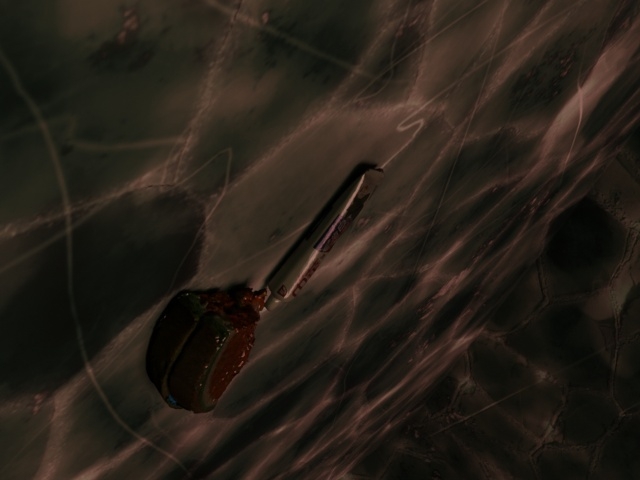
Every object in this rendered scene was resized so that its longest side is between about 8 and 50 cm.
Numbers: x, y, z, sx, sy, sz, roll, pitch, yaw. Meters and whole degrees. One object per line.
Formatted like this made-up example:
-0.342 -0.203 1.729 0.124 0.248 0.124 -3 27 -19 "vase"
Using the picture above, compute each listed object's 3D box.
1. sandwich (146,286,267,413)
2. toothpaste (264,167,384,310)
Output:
-0.135 0.144 1.068 0.159 0.079 0.235 -24 152 -44 "sandwich"
0.000 0.000 1.109 0.233 0.038 0.060 -52 161 14 "toothpaste"
